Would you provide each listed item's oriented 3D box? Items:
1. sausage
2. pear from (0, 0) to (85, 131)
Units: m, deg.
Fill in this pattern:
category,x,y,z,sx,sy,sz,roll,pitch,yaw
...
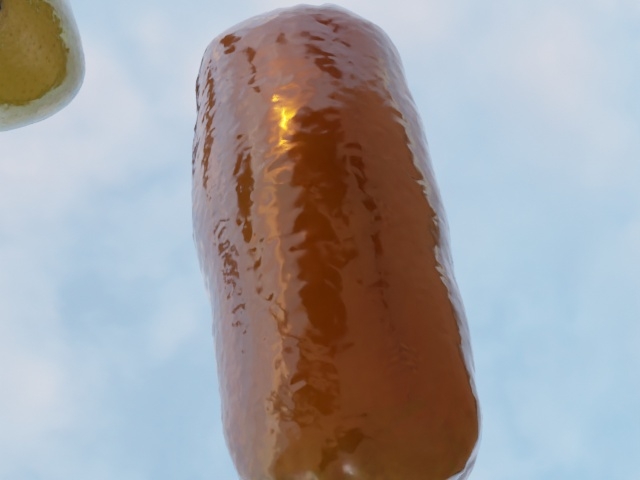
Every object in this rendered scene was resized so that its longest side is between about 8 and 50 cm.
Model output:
category,x,y,z,sx,sy,sz,roll,pitch,yaw
sausage,0.000,0.000,0.524,0.098,0.098,0.238,14,-133,-29
pear,-0.326,-0.204,1.413,0.178,0.267,0.266,24,-108,-33
